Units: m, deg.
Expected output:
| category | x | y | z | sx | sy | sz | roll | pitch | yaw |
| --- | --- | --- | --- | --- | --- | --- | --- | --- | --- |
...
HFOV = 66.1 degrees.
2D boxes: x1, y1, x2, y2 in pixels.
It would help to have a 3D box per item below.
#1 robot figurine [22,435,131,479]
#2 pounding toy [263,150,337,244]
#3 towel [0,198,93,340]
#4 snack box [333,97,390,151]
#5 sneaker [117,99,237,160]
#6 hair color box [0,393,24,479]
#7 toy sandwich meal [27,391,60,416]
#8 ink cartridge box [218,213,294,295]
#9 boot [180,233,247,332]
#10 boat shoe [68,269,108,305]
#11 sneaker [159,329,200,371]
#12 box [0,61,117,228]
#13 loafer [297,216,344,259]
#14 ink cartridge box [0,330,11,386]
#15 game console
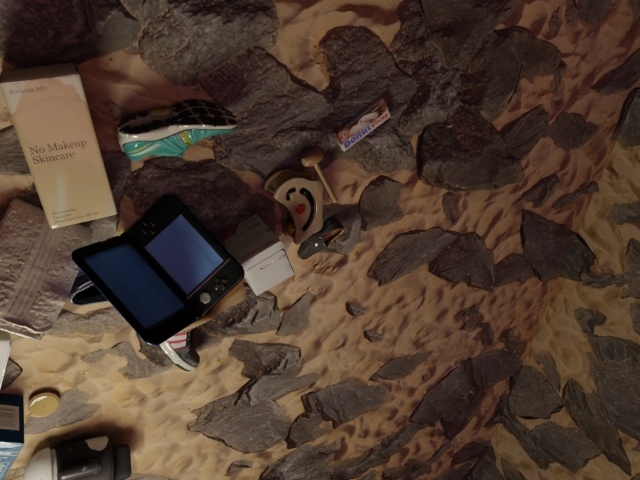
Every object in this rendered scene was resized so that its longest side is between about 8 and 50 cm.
| category | x | y | z | sx | sy | sz | roll | pitch | yaw |
| --- | --- | --- | --- | --- | --- | --- | --- | --- | --- |
| robot figurine | -0.700 | 0.673 | 1.425 | 0.278 | 0.173 | 0.209 | 1 | 114 | -32 |
| pounding toy | -0.056 | -0.108 | 1.367 | 0.154 | 0.155 | 0.269 | -18 | 125 | -27 |
| towel | -0.639 | 0.062 | 1.077 | 0.187 | 0.049 | 0.282 | 29 | 60 | -34 |
| snack box | 0.121 | -0.336 | 1.427 | 0.178 | 0.022 | 0.064 | -38 | 131 | -7 |
| sneaker | -0.334 | -0.258 | 1.166 | 0.275 | 0.107 | 0.110 | -15 | 143 | -18 |
| hair color box | -0.888 | 0.582 | 1.257 | 0.105 | 0.174 | 0.347 | 26 | 101 | -39 |
| toy sandwich meal | -0.760 | 0.448 | 1.352 | 0.085 | 0.029 | 0.085 | -13 | 118 | -25 |
| ink cartridge box | -0.177 | 0.038 | 1.366 | 0.128 | 0.176 | 0.127 | -31 | 129 | -12 |
| boot | -0.333 | 0.114 | 1.302 | 0.248 | 0.090 | 0.207 | -30 | 90 | -36 |
| boat shoe | -0.486 | 0.100 | 1.262 | 0.301 | 0.102 | 0.108 | -10 | 122 | -26 |
| sneaker | -0.374 | 0.239 | 1.409 | 0.178 | 0.124 | 0.295 | -26 | 127 | -4 |
| box | -0.543 | -0.199 | 1.037 | 0.148 | 0.121 | 0.311 | -17 | 125 | -21 |
| loafer | 0.000 | 0.000 | 1.527 | 0.170 | 0.061 | 0.062 | -45 | 131 | 0 |
| ink cartridge box | -0.885 | 0.290 | 1.086 | 0.306 | 0.131 | 0.226 | 14 | 97 | -39 |
| game console | -0.371 | 0.056 | 1.164 | 0.250 | 0.293 | 0.173 | -44 | 175 | -3 |
